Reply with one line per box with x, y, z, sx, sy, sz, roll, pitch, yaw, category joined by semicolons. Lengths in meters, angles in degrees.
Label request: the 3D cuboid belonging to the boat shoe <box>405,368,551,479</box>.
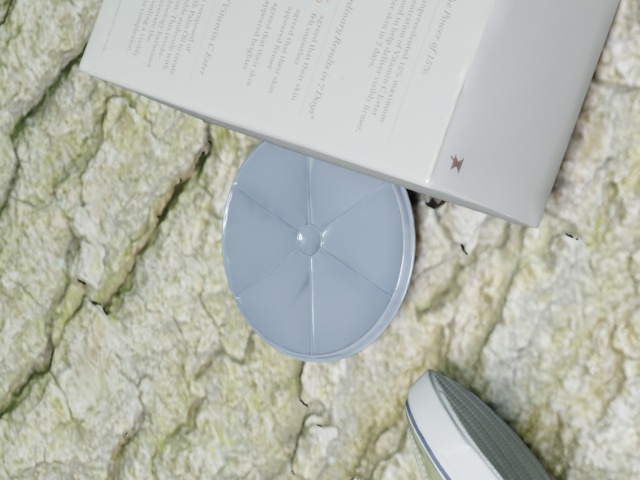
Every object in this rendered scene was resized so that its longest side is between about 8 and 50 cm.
0.126;0.217;1.259;0.094;0.109;0.302;-48;43;16;boat shoe

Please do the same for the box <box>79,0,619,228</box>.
0.021;-0.167;1.315;0.345;0.168;0.215;21;91;35;box

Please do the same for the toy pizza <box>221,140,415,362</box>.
0.000;0.000;1.439;0.201;0.032;0.201;1;92;38;toy pizza
